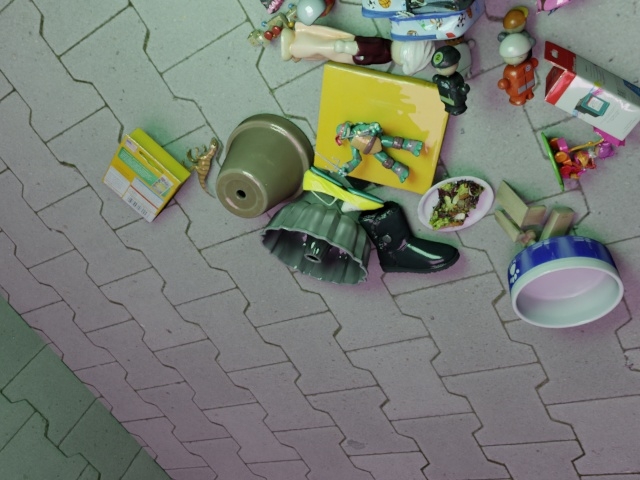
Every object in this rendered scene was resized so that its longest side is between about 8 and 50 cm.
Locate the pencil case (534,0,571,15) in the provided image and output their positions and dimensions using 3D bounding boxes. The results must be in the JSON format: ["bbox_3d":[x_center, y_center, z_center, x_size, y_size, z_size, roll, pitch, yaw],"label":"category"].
[{"bbox_3d":[0.436,-0.556,1.114,0.098,0.095,0.209,-9,120,45],"label":"pencil case"}]

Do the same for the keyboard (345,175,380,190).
[{"bbox_3d":[0.147,-0.196,1.539,0.180,0.023,0.108,-33,102,38],"label":"keyboard"}]

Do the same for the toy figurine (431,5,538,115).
[{"bbox_3d":[0.344,-0.383,1.197,0.212,0.210,0.148,-4,134,25],"label":"toy figurine"}]

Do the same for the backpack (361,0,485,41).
[{"bbox_3d":[0.208,-0.523,1.139,0.263,0.276,0.213,16,130,27],"label":"backpack"}]

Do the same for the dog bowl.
[{"bbox_3d":[0.621,0.110,1.464,0.264,0.104,0.265,2,138,2],"label":"dog bowl"}]

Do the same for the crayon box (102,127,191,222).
[{"bbox_3d":[-0.523,-0.200,1.723,0.203,0.083,0.323,43,145,-11],"label":"crayon box"}]

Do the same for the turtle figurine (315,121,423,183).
[{"bbox_3d":[0.117,-0.232,1.383,0.234,0.118,0.175,18,143,-7],"label":"turtle figurine"}]

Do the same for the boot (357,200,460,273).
[{"bbox_3d":[0.241,-0.011,1.586,0.246,0.094,0.207,-5,126,33],"label":"boot"}]

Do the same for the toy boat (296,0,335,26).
[{"bbox_3d":[-0.001,-0.626,1.202,0.267,0.148,0.318,12,128,14],"label":"toy boat"}]

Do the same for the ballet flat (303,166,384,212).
[{"bbox_3d":[0.057,-0.122,1.550,0.230,0.077,0.077,25,104,-3],"label":"ballet flat"}]

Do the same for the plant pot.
[{"bbox_3d":[-0.171,-0.178,1.549,0.262,0.229,0.263,12,129,15],"label":"plant pot"}]

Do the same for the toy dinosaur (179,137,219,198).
[{"bbox_3d":[-0.358,-0.213,1.707,0.112,0.064,0.212,24,130,3],"label":"toy dinosaur"}]

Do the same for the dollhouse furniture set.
[{"bbox_3d":[0.539,-0.066,1.468,0.151,0.123,0.144,-6,130,-17],"label":"dollhouse furniture set"}]

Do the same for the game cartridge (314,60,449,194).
[{"bbox_3d":[0.150,-0.281,1.442,0.323,0.053,0.286,16,126,12],"label":"game cartridge"}]

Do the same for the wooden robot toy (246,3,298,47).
[{"bbox_3d":[-0.099,-0.499,1.388,0.173,0.076,0.079,-17,137,38],"label":"wooden robot toy"}]

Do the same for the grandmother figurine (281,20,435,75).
[{"bbox_3d":[0.085,-0.431,1.279,0.342,0.208,0.104,9,115,18],"label":"grandmother figurine"}]

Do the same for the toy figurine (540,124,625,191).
[{"bbox_3d":[0.608,-0.201,1.300,0.159,0.130,0.173,-20,137,22],"label":"toy figurine"}]

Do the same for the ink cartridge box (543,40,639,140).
[{"bbox_3d":[0.556,-0.320,1.205,0.231,0.134,0.078,28,131,2],"label":"ink cartridge box"}]

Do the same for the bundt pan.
[{"bbox_3d":[0.000,0.000,1.621,0.330,0.124,0.331,20,158,9],"label":"bundt pan"}]

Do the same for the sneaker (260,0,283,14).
[{"bbox_3d":[-0.102,-0.592,1.341,0.057,0.047,0.119,49,127,-1],"label":"sneaker"}]

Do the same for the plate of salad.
[{"bbox_3d":[0.352,-0.085,1.480,0.199,0.048,0.200,-3,138,-3],"label":"plate of salad"}]
